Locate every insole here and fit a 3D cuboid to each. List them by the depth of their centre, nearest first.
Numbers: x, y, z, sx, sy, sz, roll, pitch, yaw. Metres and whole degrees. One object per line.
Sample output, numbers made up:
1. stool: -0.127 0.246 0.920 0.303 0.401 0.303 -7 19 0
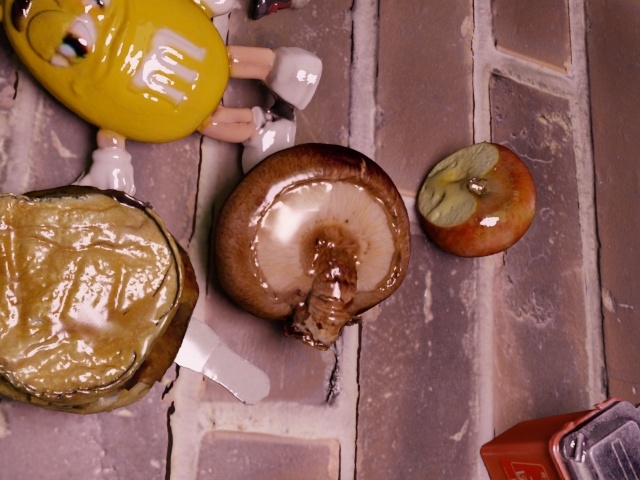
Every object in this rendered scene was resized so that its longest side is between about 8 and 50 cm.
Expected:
1. insole: -0.149 0.157 0.954 0.197 0.004 0.065 36 64 -15

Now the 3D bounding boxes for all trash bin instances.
1. trash bin: 0.374 0.330 1.046 0.184 0.238 0.161 -20 84 -27

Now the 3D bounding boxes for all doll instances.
1. doll: -0.203 -0.204 0.940 0.423 0.161 0.348 -15 101 -21

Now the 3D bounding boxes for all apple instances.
1. apple: 0.257 -0.059 1.121 0.160 0.173 0.195 28 70 -16

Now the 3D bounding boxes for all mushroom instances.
1. mushroom: -0.008 0.005 0.963 0.297 0.163 0.278 11 83 -30

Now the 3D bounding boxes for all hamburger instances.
1. hamburger: -0.292 0.063 0.835 0.284 0.134 0.266 25 74 -14

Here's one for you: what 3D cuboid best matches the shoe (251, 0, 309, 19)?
1. shoe: -0.111 -0.442 1.079 0.112 0.099 0.227 -41 98 -21
